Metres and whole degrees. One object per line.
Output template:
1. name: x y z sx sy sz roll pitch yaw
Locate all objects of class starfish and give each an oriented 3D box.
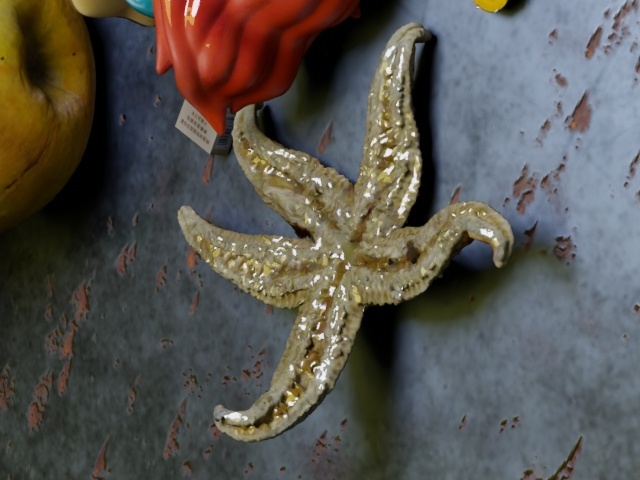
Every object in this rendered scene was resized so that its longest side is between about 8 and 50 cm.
1. starfish: 0.007 0.006 1.508 0.375 0.094 0.327 -11 59 45

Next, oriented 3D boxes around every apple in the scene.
1. apple: -0.328 -0.138 1.731 0.233 0.286 0.286 -13 80 28

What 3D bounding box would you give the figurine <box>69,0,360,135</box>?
1. figurine: -0.071 -0.208 1.548 0.257 0.208 0.181 17 146 44

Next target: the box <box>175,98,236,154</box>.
1. box: -0.087 -0.120 1.659 0.053 0.024 0.083 38 117 39

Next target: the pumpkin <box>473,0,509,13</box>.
1. pumpkin: 0.133 -0.205 1.431 0.050 0.028 0.083 43 128 35
